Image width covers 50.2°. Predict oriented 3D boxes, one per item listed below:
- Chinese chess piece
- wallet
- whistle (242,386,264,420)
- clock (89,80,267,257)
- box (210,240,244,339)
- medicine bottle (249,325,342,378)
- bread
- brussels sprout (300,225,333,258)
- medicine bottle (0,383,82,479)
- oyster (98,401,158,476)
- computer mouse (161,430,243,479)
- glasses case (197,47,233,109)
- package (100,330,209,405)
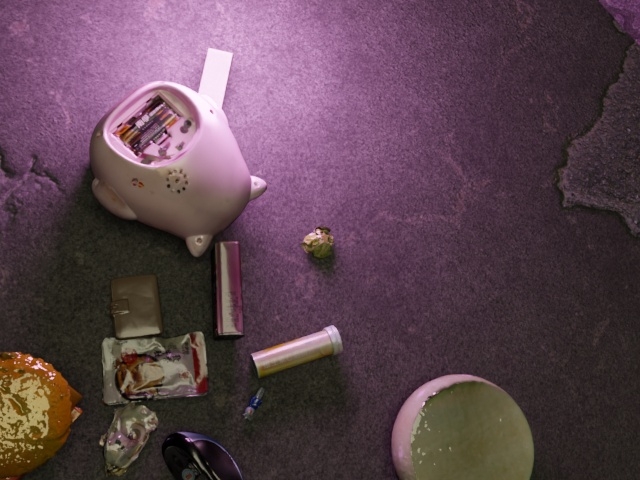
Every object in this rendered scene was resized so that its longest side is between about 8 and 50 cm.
[{"bbox_3d":[0.342,0.503,1.665,0.350,0.146,0.349,4,75,-15],"label":"Chinese chess piece"},{"bbox_3d":[-0.432,0.156,1.598,0.118,0.039,0.152,-3,69,-17],"label":"wallet"},{"bbox_3d":[-0.155,0.388,1.621,0.033,0.029,0.083,43,69,-41],"label":"whistle"},{"bbox_3d":[-0.337,-0.177,1.604,0.377,0.250,0.368,43,69,-1],"label":"clock"},{"bbox_3d":[-0.223,0.121,1.626,0.069,0.120,0.223,-1,74,-16],"label":"box"},{"bbox_3d":[-0.059,0.272,1.658,0.218,0.074,0.073,-16,80,-17],"label":"medicine bottle"},{"bbox_3d":[-0.600,0.338,1.328,0.240,0.139,0.239,4,73,-13],"label":"bread"},{"bbox_3d":[0.000,0.000,1.757,0.085,0.058,0.085,14,60,-25],"label":"brussels sprout"},{"bbox_3d":[-0.622,0.384,1.446,0.149,0.112,0.222,42,69,-1],"label":"medicine bottle"},{"bbox_3d":[-0.438,0.438,1.515,0.108,0.053,0.165,43,58,-29],"label":"oyster"},{"bbox_3d":[-0.247,0.509,1.510,0.233,0.137,0.096,49,49,3],"label":"computer mouse"},{"bbox_3d":[-0.280,-0.401,1.790,0.071,0.047,0.204,11,73,-8],"label":"glasses case"},{"bbox_3d":[-0.383,0.293,1.581,0.240,0.030,0.154,-3,74,-15],"label":"package"}]
